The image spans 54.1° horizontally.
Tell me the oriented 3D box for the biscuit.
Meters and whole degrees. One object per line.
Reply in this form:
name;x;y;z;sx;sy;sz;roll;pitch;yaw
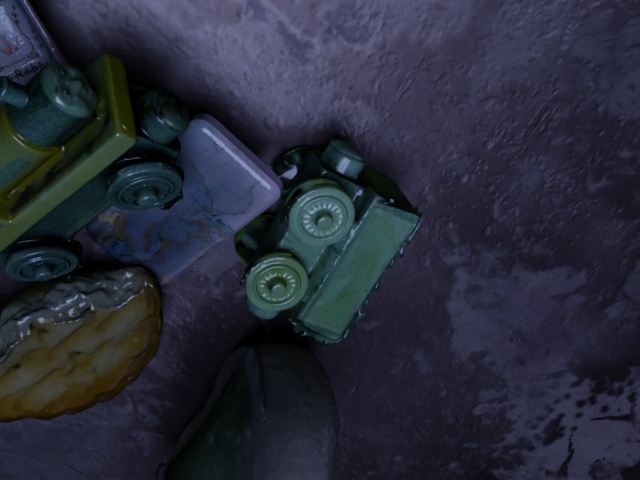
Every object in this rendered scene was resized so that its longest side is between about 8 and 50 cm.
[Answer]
biscuit;-0.392;0.153;0.889;0.335;0.078;0.329;3;131;-40

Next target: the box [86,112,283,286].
box;-0.186;-0.041;0.823;0.142;0.044;0.285;41;127;-21

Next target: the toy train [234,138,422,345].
toy train;0.000;0.000;0.860;0.188;0.159;0.272;22;111;-23

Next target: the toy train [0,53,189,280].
toy train;-0.321;-0.076;0.694;0.369;0.150;0.237;-30;153;27

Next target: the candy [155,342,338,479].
candy;-0.109;0.349;0.912;0.186;0.427;0.386;36;96;-16

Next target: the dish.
dish;-0.376;-0.217;0.726;0.154;0.064;0.234;-22;120;5
